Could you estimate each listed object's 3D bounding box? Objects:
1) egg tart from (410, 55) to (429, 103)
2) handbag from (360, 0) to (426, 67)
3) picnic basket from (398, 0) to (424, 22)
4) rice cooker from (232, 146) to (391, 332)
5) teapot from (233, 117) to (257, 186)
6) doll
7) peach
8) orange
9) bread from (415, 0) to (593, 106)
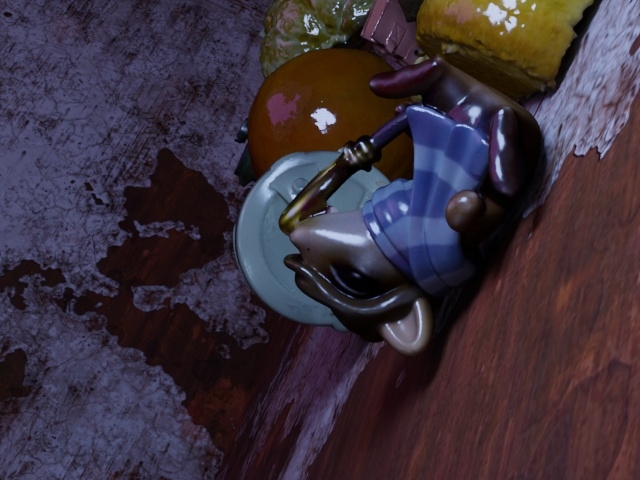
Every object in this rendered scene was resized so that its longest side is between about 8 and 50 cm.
[{"bbox_3d":[0.217,-0.276,1.793,0.315,0.120,0.315,-156,90,-86],"label":"egg tart"},{"bbox_3d":[0.189,-0.396,2.231,0.059,0.212,0.157,17,82,57],"label":"handbag"},{"bbox_3d":[0.253,-0.543,2.011,0.321,0.291,0.254,-4,43,34],"label":"picnic basket"},{"bbox_3d":[-0.001,0.001,1.873,0.288,0.288,0.277,-65,5,0],"label":"rice cooker"},{"bbox_3d":[-0.006,-0.181,2.474,0.270,0.337,0.200,-62,6,16],"label":"teapot"},{"bbox_3d":[0.099,-0.047,1.312,0.340,0.209,0.318,-57,20,24],"label":"doll"},{"bbox_3d":[0.026,-0.170,2.146,0.343,0.342,0.302,123,152,-60],"label":"peach"},{"bbox_3d":[0.022,-0.447,2.377,0.368,0.210,0.271,-37,-7,20],"label":"orange"},{"bbox_3d":[0.216,-0.288,1.479,0.340,0.179,0.194,-143,77,-86],"label":"bread"}]
